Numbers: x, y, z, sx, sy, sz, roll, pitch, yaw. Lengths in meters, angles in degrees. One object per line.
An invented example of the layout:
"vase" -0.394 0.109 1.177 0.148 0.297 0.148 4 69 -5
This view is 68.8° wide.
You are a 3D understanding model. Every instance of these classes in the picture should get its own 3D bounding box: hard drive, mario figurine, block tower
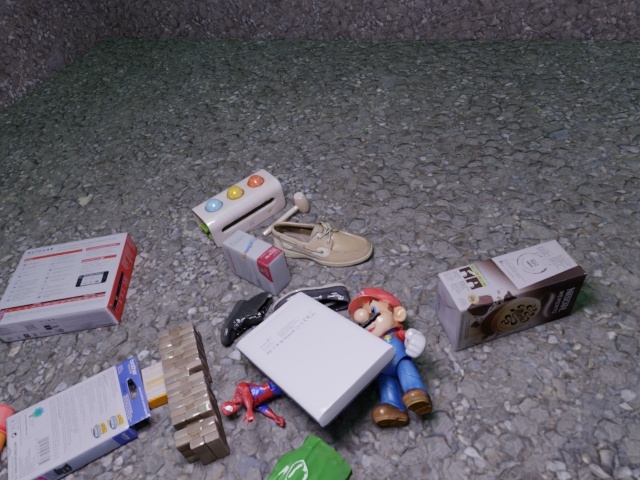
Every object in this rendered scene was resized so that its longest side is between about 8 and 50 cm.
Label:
"hard drive" -0.022 0.242 1.029 0.210 0.040 0.319 -38 36 -23
"mario figurine" 0.126 0.237 1.050 0.198 0.170 0.320 -14 46 0
"block tower" -0.301 0.339 1.083 0.091 0.097 0.335 -21 44 -11

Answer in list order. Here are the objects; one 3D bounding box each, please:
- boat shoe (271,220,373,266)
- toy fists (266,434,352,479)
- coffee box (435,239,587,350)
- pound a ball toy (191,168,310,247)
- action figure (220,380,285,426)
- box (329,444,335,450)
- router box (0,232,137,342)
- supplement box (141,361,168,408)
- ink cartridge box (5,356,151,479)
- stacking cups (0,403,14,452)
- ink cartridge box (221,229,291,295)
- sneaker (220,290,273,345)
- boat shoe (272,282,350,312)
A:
"boat shoe" 0.000 0.000 1.356 0.303 0.098 0.109 7 48 18
"toy fists" 0.027 0.485 0.811 0.279 0.096 0.142 43 47 6
"coffee box" 0.434 0.129 1.095 0.298 0.168 0.118 -16 45 -4
"pound a ball toy" -0.219 -0.110 1.485 0.319 0.135 0.208 -34 49 -21
"action figure" -0.080 0.344 1.032 0.281 0.091 0.139 -20 36 -9
"box" -0.028 0.461 0.927 0.136 0.028 0.081 -16 10 -7
"router box" -0.743 0.131 1.384 0.336 0.082 0.301 -9 44 2
"supplement box" -0.392 0.348 1.131 0.062 0.036 0.098 -21 46 -10
"ink cartridge box" -0.549 0.418 1.075 0.311 0.065 0.185 -27 47 -12
"stacking cups" -0.743 0.511 1.007 0.096 0.096 0.316 -9 42 3
"ink cartridge box" -0.179 0.060 1.311 0.175 0.127 0.072 24 53 30
"sneaker" -0.191 0.204 1.225 0.089 0.051 0.170 2 43 19
"boat shoe" -0.022 0.166 1.214 0.206 0.075 0.065 -14 41 -9
